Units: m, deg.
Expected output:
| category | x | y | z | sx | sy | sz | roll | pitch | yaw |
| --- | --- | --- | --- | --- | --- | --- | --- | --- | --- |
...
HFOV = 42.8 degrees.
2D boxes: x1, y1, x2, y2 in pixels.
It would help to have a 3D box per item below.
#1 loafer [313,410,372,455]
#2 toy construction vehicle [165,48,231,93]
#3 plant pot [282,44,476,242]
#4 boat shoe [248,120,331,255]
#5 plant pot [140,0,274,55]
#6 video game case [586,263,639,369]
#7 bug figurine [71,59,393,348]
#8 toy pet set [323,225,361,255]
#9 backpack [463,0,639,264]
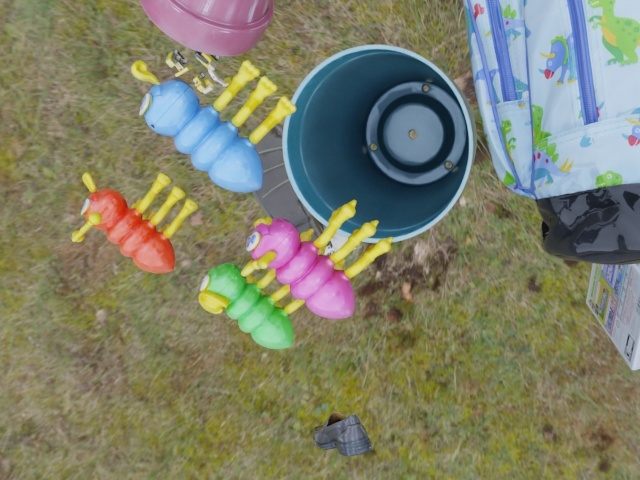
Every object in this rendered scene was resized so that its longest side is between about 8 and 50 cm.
| category | x | y | z | sx | sy | sz | roll | pitch | yaw |
| --- | --- | --- | --- | --- | --- | --- | --- | --- | --- |
| loafer | 0.032 | 0.309 | 1.335 | 0.062 | 0.170 | 0.061 | -9 | 86 | -27 |
| toy construction vehicle | -0.213 | -0.294 | 1.417 | 0.086 | 0.035 | 0.098 | -18 | 129 | 34 |
| plant pot | 0.113 | -0.154 | 1.236 | 0.271 | 0.255 | 0.272 | 4 | 102 | 18 |
| boat shoe | -0.054 | -0.079 | 1.564 | 0.110 | 0.104 | 0.307 | -18 | 91 | 18 |
| plant pot | -0.139 | -0.396 | 1.160 | 0.201 | 0.201 | 0.180 | 39 | 134 | 0 |
| video game case | 0.565 | 0.103 | 1.539 | 0.023 | 0.193 | 0.212 | -11 | 130 | -6 |
| bug figurine | -0.076 | -0.006 | 0.596 | 0.216 | 0.279 | 0.072 | 40 | 59 | -9 |
| toy pet set | 0.000 | 0.000 | 1.278 | 0.114 | 0.122 | 0.065 | -22 | 86 | 17 |
| backpack | 0.249 | -0.174 | 0.681 | 0.273 | 0.290 | 0.356 | 5 | 101 | 45 |
